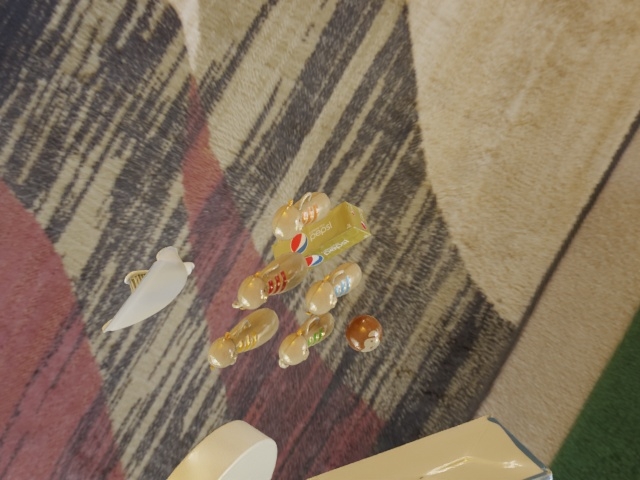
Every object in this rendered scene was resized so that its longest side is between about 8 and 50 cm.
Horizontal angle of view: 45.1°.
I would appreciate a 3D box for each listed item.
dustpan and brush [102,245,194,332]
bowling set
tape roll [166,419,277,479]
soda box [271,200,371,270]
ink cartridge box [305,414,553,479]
[{"bbox_3d":[-0.238,0.060,1.163,0.060,0.211,0.147,45,108,18],"label":"dustpan and brush"},{"bbox_3d":[-0.013,0.090,1.065,0.200,0.154,0.286,30,117,16],"label":"bowling set"},{"bbox_3d":[-0.212,0.494,1.329,0.072,0.392,0.391,29,91,19],"label":"tape roll"},{"bbox_3d":[0.000,0.000,1.433,0.181,0.061,0.058,-31,60,26],"label":"soda box"},{"bbox_3d":[0.158,0.455,0.978,0.270,0.151,0.395,-16,113,-11],"label":"ink cartridge box"}]
